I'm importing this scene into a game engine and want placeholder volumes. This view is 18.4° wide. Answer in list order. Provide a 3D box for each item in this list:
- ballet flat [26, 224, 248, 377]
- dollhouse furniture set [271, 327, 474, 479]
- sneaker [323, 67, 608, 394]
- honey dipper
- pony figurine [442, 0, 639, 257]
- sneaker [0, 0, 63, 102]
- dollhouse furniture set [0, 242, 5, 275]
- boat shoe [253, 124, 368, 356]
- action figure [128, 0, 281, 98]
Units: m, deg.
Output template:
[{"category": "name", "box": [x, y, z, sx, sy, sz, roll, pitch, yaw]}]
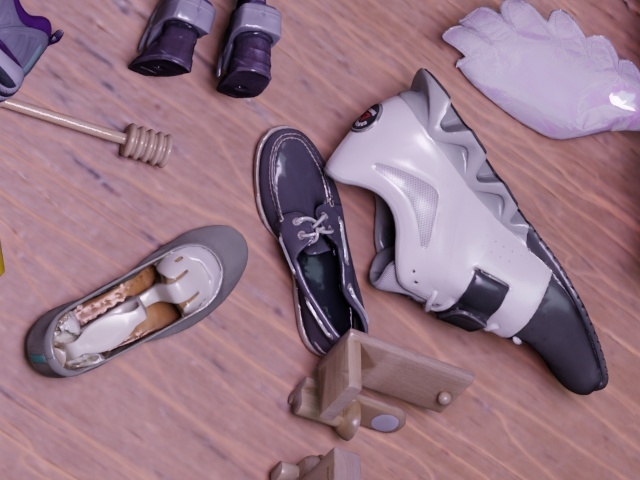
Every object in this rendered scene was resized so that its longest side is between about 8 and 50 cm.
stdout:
[{"category": "ballet flat", "box": [-0.139, 0.053, 1.624, 0.213, 0.068, 0.072, -29, 101, -21]}, {"category": "dollhouse furniture set", "box": [0.043, 0.190, 1.660, 0.123, 0.144, 0.151, 20, 45, -22]}, {"category": "sneaker", "box": [0.123, 0.022, 1.725, 0.146, 0.122, 0.330, -37, 105, -1]}, {"category": "honey dipper", "box": [-0.200, -0.094, 1.624, 0.160, 0.030, 0.030, 15, 83, -19]}, {"category": "pony figurine", "box": [0.335, -0.156, 1.748, 0.351, 0.303, 0.363, 49, 57, -24]}, {"category": "sneaker", "box": [-0.303, -0.216, 1.567, 0.224, 0.083, 0.098, 52, 49, -17]}, {"category": "dollhouse furniture set", "box": [-0.326, 0.123, 1.424, 0.303, 0.286, 0.198, -39, 104, -7]}, {"category": "boat shoe", "box": [0.000, 0.000, 1.686, 0.075, 0.065, 0.206, -16, 95, -22]}, {"category": "action figure", "box": [-0.070, -0.268, 1.649, 0.185, 0.099, 0.285, 18, 79, -15]}]
